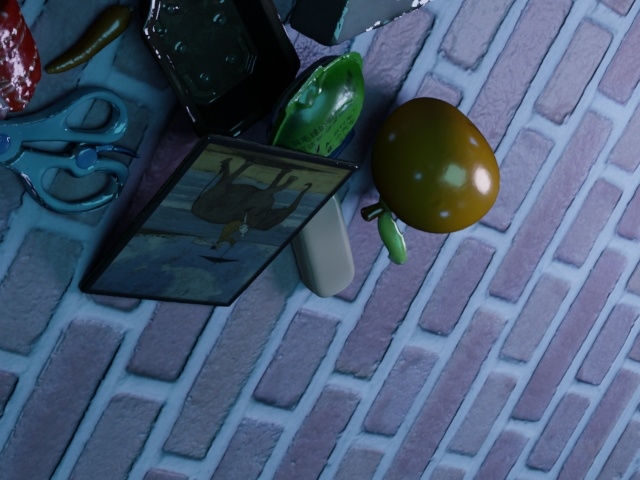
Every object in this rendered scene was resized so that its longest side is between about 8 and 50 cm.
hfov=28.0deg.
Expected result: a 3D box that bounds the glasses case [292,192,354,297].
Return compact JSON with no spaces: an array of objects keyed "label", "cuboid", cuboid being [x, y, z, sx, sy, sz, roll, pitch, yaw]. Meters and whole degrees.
[{"label":"glasses case","cuboid":[0.000,0.000,1.979,0.083,0.050,0.196,-30,130,-23]}]

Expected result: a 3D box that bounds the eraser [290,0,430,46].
[{"label":"eraser","cuboid":[0.121,-0.384,1.810,0.353,0.111,0.077,-29,129,-22]}]

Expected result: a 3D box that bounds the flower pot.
[{"label":"flower pot","cuboid":[-0.145,-0.265,1.697,0.179,0.084,0.250,-38,131,-13]}]

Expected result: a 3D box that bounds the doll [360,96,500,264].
[{"label":"doll","cuboid":[0.152,-0.090,1.954,0.236,0.213,0.213,-40,134,7]}]

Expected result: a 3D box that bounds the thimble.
[{"label":"thimble","cuboid":[-0.415,-0.217,1.451,0.163,0.190,0.125,-52,142,-36]}]

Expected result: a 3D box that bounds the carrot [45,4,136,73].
[{"label":"carrot","cuboid":[-0.289,-0.254,1.629,0.142,0.035,0.035,-42,133,-4]}]

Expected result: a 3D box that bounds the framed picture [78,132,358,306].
[{"label":"framed picture","cuboid":[-0.142,-0.017,1.777,0.265,0.016,0.347,9,138,-41]}]

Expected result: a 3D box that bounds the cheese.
[{"label":"cheese","cuboid":[-0.001,-0.163,1.801,0.204,0.083,0.320,-51,167,-5]}]

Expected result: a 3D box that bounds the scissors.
[{"label":"scissors","cuboid":[-0.404,-0.119,1.617,0.393,0.032,0.180,1,114,-39]}]
